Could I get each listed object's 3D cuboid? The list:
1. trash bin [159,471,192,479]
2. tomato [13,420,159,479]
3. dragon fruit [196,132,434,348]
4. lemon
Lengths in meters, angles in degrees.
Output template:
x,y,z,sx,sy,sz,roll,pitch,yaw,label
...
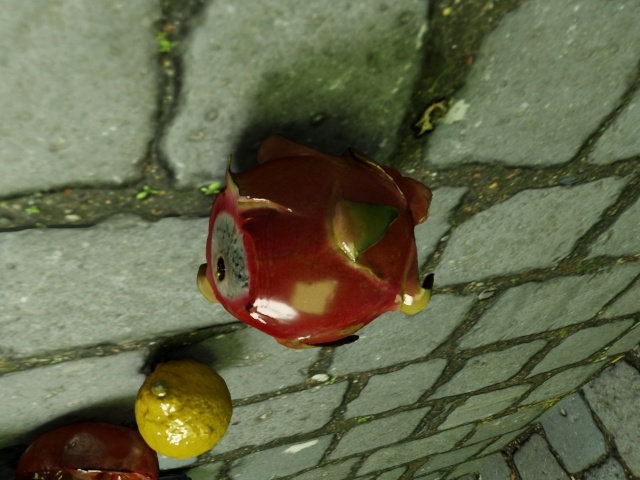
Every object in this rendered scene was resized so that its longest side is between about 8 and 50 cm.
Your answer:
x,y,z,sx,sy,sz,roll,pitch,yaw,label
-0.348,0.638,1.218,0.162,0.234,0.184,12,132,-42,trash bin
-0.372,0.357,0.945,0.228,0.101,0.228,-4,146,-3,tomato
-0.004,0.003,0.590,0.227,0.224,0.224,2,139,-36,dragon fruit
-0.204,0.248,0.856,0.142,0.142,0.187,-21,148,-4,lemon
